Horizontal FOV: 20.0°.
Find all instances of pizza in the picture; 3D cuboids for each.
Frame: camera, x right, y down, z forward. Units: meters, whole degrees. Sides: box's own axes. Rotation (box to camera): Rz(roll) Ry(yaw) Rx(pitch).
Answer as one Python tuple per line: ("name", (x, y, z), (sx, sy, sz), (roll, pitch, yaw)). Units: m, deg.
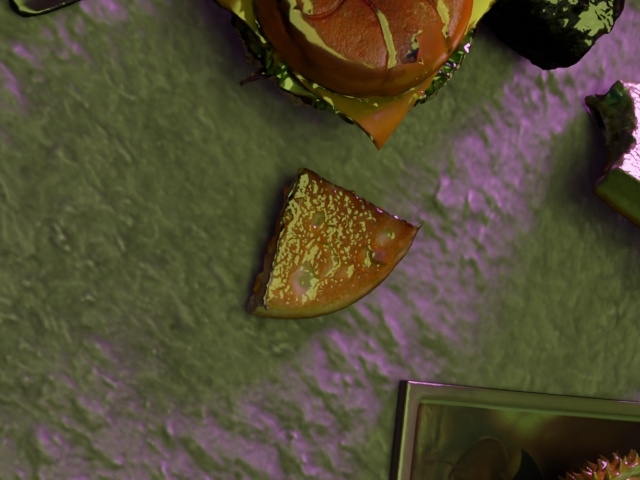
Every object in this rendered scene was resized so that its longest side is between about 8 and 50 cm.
("pizza", (0.000, 0.000, 1.569), (0.178, 0.041, 0.131), (-39, 108, -19))

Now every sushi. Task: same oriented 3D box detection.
("sushi", (0.225, -0.268, 1.621), (0.127, 0.124, 0.225), (38, 82, -20))

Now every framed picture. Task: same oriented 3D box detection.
("framed picture", (0.192, 0.245, 1.673), (0.289, 0.020, 0.211), (7, 88, -25))

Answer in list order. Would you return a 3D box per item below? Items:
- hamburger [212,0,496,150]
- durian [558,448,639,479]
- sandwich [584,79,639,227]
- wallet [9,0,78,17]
("hamburger", (0.019, -0.215, 1.519), (0.261, 0.139, 0.243), (47, 73, -18))
("durian", (0.269, 0.265, 1.653), (0.146, 0.102, 0.208), (-48, 132, -13))
("sandwich", (0.346, -0.031, 1.651), (0.212, 0.063, 0.245), (7, 50, -23))
("wallet", (-0.238, -0.261, 1.469), (0.082, 0.018, 0.156), (-27, 102, -22))
